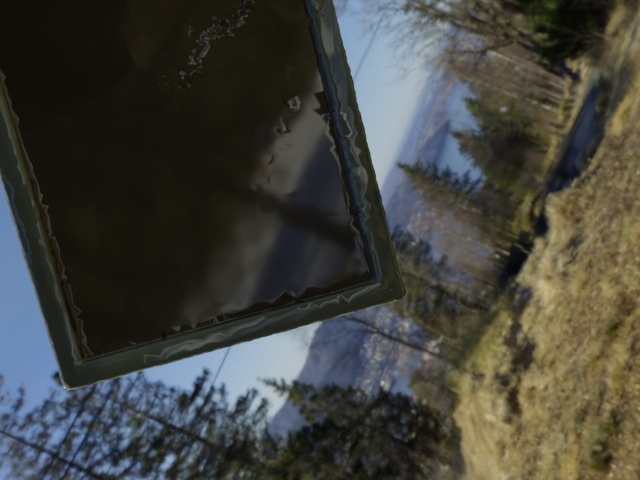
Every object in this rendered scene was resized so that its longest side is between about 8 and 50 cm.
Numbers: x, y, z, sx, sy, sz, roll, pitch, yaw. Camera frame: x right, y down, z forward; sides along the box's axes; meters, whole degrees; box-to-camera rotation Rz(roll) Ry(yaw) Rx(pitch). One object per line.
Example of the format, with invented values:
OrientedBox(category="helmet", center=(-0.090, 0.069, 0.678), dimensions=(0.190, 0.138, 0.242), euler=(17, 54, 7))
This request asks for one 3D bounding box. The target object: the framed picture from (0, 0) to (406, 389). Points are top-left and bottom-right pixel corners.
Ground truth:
OrientedBox(category="framed picture", center=(-0.089, -0.074, 0.449), dimensions=(0.018, 0.231, 0.293), euler=(-136, 31, -83))
